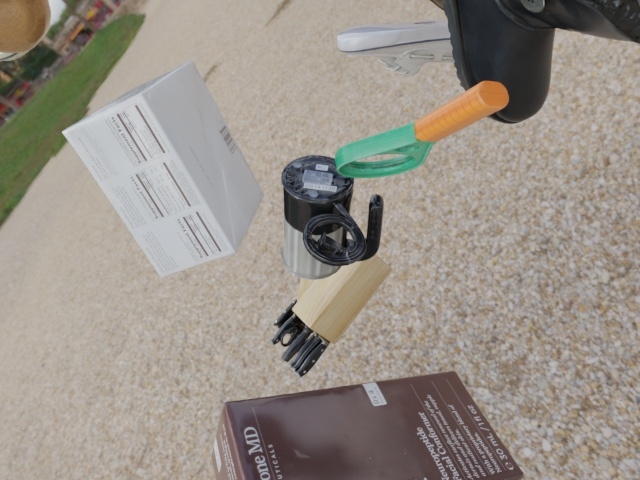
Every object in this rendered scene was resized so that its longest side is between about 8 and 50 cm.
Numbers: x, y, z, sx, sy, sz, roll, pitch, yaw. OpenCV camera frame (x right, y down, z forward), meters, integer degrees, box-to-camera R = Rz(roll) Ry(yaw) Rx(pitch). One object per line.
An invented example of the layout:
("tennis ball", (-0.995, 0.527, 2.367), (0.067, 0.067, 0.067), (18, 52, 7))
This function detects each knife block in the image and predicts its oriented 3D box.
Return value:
("knife block", (0.017, 0.163, 1.167), (0.275, 0.088, 0.242), (-23, 43, 35))

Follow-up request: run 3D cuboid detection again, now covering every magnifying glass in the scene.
("magnifying glass", (0.086, -0.093, 0.502), (0.231, 0.092, 0.026), (158, 110, -66))

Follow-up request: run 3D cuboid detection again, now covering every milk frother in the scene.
("milk frother", (0.000, 0.000, 0.627), (0.129, 0.135, 0.143), (21, 48, 16))

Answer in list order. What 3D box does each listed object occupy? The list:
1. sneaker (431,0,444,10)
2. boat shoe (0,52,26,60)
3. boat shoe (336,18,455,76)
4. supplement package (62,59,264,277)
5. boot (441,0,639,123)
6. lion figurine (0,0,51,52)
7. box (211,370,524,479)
("sneaker", (0.206, -0.294, 0.666), (0.071, 0.188, 0.066), (-87, 20, -45))
("boat shoe", (-0.662, -0.476, 0.833), (0.187, 0.500, 0.156), (-46, 3, 5))
("boat shoe", (0.149, -0.331, 0.931), (0.267, 0.088, 0.096), (-18, 33, -29))
("supplement package", (-0.229, -0.116, 0.851), (0.145, 0.262, 0.204), (-17, 26, 18))
("boot", (0.206, -0.188, 0.472), (0.094, 0.247, 0.207), (-37, 35, -5))
("lion figurine", (-0.352, -0.302, 0.565), (0.392, 0.240, 0.142), (156, 116, -62))
("box", (0.059, 0.311, 0.740), (0.191, 0.380, 0.143), (-120, 36, -46))
